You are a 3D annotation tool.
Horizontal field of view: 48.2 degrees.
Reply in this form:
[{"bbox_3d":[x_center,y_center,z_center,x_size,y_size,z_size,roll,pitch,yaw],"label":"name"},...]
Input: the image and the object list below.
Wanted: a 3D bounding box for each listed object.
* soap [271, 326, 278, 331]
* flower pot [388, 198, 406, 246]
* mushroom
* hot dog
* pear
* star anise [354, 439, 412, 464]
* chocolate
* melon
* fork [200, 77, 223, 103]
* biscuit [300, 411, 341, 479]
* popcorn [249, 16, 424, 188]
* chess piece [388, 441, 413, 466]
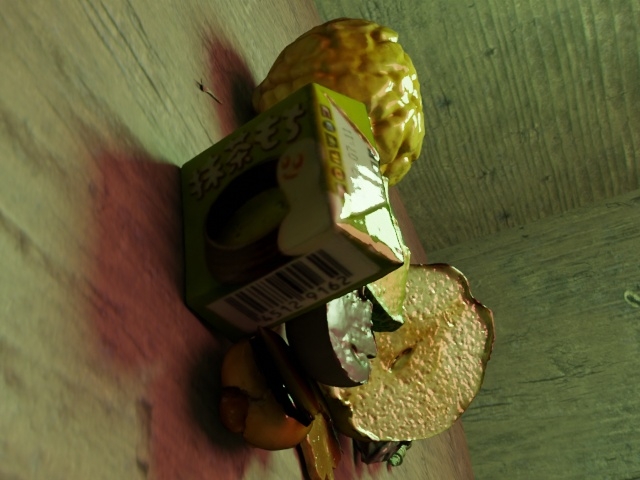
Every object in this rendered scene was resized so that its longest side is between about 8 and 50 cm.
[{"bbox_3d":[-0.089,0.106,1.222,0.140,0.045,0.089,-50,118,-77],"label":"soap"},{"bbox_3d":[0.069,0.006,1.620,0.302,0.213,0.301,-19,90,-77],"label":"flower pot"},{"bbox_3d":[0.008,0.125,1.062,0.141,0.117,0.188,39,46,-62],"label":"mushroom"},{"bbox_3d":[-0.067,0.230,1.001,0.194,0.107,0.326,59,0,30],"label":"hot dog"},{"bbox_3d":[0.147,0.226,1.454,0.340,0.386,0.191,57,-23,3],"label":"pear"},{"bbox_3d":[0.153,0.369,1.630,0.359,0.139,0.315,-74,149,-57],"label":"star anise"},{"bbox_3d":[-0.060,-0.045,1.019,0.137,0.301,0.288,34,38,-46],"label":"chocolate"},{"bbox_3d":[0.000,0.000,1.285,0.226,0.343,0.331,-41,105,-36],"label":"melon"},{"bbox_3d":[-0.204,-0.275,1.335,0.115,0.012,0.016,37,41,-75],"label":"fork"},{"bbox_3d":[-0.003,0.362,1.274,0.184,0.027,0.133,-45,115,-77],"label":"biscuit"},{"bbox_3d":[0.040,-0.287,1.508,0.390,0.344,0.354,-133,-134,-64],"label":"popcorn"},{"bbox_3d":[0.197,0.530,1.799,0.149,0.059,0.059,-41,112,-70],"label":"chess piece"}]
